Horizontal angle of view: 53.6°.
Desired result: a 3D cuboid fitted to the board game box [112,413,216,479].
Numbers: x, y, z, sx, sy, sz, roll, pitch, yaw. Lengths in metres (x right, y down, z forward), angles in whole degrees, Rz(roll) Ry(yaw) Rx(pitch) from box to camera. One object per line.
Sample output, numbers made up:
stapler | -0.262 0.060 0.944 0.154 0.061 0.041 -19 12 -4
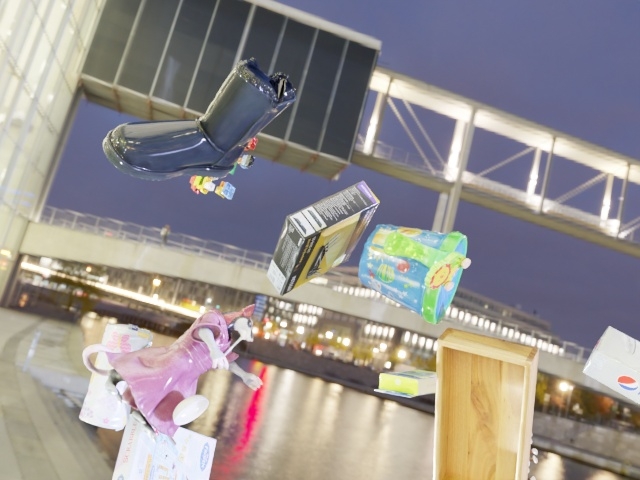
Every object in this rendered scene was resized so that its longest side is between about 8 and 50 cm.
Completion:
board game box | -0.438 0.677 1.751 0.065 0.319 0.318 -9 -33 30

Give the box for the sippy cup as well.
sippy cup | 0.225 0.065 1.596 0.224 0.240 0.306 18 -48 21

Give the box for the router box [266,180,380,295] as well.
router box | 0.000 0.000 1.668 0.081 0.242 0.309 53 -29 18

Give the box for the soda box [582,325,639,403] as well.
soda box | 0.765 0.321 1.448 0.286 0.098 0.091 30 -41 22

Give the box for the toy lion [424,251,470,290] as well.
toy lion | 0.269 0.065 1.370 0.034 0.100 0.096 41 10 37

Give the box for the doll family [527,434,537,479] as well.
doll family | 0.543 0.616 1.784 0.076 0.193 0.111 44 -44 -18

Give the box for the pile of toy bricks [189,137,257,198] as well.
pile of toy bricks | -0.251 -0.198 1.594 0.105 0.212 0.118 4 -22 39

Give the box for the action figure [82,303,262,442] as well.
action figure | -0.297 0.265 1.457 0.275 0.370 0.248 33 -28 26

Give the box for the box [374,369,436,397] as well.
box | 0.222 0.337 1.503 0.109 0.043 0.178 -1 -6 42

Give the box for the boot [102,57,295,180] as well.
boot | -0.172 -0.185 0.936 0.246 0.094 0.207 -3 -34 -51

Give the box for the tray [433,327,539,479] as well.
tray | 0.364 0.410 1.417 0.202 0.411 0.076 10 23 30

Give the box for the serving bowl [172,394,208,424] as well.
serving bowl | -0.284 0.360 1.366 0.027 0.083 0.083 50 6 27

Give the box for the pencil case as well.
pencil case | -0.535 0.352 1.664 0.124 0.273 0.113 20 -11 -30
